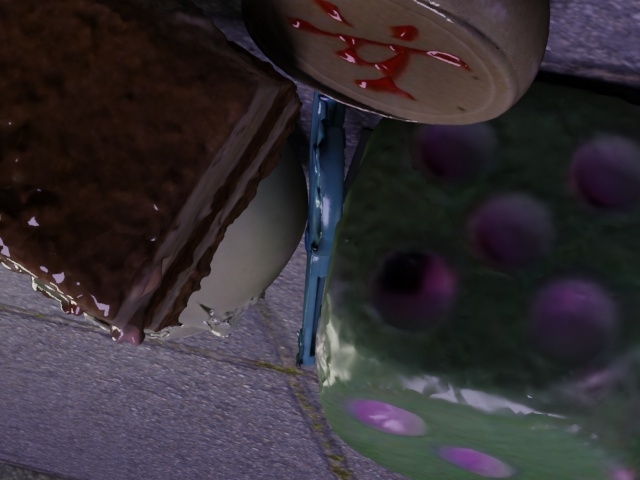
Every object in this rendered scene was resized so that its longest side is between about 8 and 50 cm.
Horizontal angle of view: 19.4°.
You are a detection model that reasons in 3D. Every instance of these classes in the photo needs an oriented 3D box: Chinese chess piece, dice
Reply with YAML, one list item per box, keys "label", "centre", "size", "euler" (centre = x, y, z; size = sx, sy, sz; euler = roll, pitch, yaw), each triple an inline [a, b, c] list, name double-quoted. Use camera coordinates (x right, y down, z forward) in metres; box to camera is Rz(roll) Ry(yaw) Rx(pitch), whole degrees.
- label: "Chinese chess piece"
  centre: [0.060, -0.188, 1.503]
  size: [0.250, 0.103, 0.250]
  euler: [17, 160, 6]
- label: "dice"
  centre: [0.192, 0.059, 1.708]
  size: [0.330, 0.318, 0.322]
  euler: [11, 158, 15]

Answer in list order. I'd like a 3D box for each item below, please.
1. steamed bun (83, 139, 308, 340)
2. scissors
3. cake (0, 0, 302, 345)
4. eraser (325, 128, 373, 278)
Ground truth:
- label: "steamed bun"
  centre: [-0.193, -0.040, 1.881]
  size: [0.334, 0.233, 0.312]
  euler: [6, 157, 24]
- label: "scissors"
  centre: [0.001, 0.000, 1.806]
  size: [0.032, 0.180, 0.393]
  euler: [2, 139, -3]
- label: "cake"
  centre: [-0.178, -0.089, 1.555]
  size: [0.256, 0.282, 0.290]
  euler: [31, 178, 1]
- label: "eraser"
  centre: [0.043, -0.030, 1.922]
  size: [0.046, 0.091, 0.212]
  euler: [17, 158, 4]
